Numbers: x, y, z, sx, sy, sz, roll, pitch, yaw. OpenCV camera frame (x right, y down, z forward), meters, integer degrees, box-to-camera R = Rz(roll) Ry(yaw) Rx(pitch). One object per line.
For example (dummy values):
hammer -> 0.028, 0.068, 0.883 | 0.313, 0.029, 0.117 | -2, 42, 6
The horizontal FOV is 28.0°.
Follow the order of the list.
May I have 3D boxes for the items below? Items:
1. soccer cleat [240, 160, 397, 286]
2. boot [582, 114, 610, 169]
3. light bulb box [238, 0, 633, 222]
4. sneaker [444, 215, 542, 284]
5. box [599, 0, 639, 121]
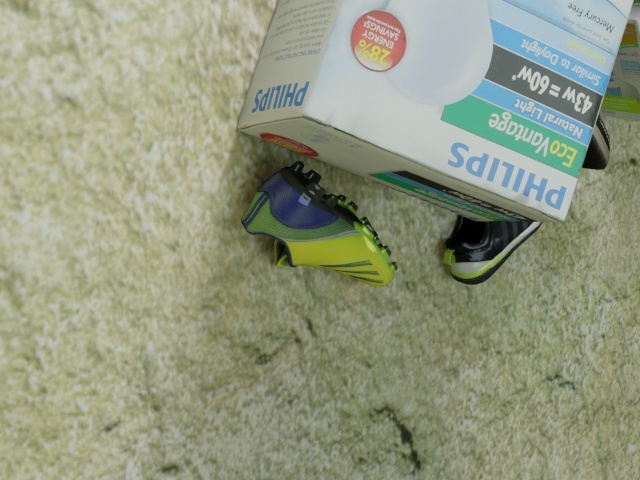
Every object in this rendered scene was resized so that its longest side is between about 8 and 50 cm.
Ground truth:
soccer cleat -> -0.001, -0.001, 1.649 | 0.121, 0.093, 0.289 | -42, 143, 7
boot -> 0.388, -0.308, 1.964 | 0.377, 0.138, 0.284 | 44, 67, -40
light bulb box -> 0.143, -0.243, 1.522 | 0.358, 0.225, 0.361 | 20, 85, -22
sneaker -> 0.265, -0.035, 1.931 | 0.234, 0.084, 0.097 | -51, 133, -27
box -> 0.515, -0.308, 2.119 | 0.103, 0.114, 0.203 | -45, 131, -30
